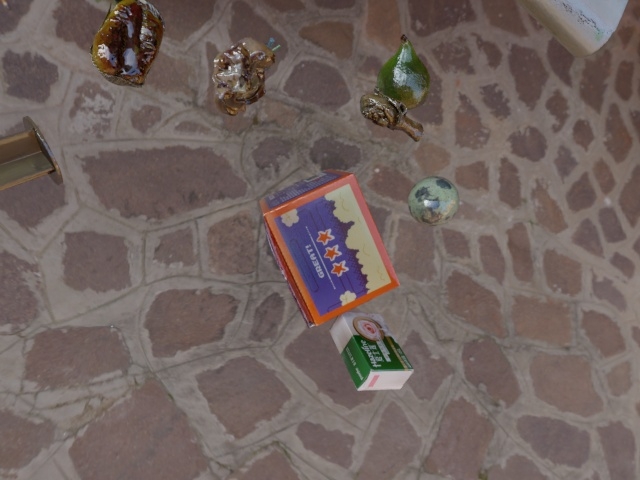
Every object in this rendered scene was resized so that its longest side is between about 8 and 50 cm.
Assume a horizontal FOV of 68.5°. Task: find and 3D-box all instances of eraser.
[{"bbox_3d":[0.388,-0.431,0.755,0.227,0.081,0.174,29,85,-23],"label":"eraser"}]

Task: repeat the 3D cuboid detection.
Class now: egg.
[{"bbox_3d":[0.316,-0.108,1.321,0.141,0.141,0.182,60,34,-4],"label":"egg"}]

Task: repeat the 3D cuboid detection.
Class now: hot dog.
[{"bbox_3d":[-0.519,-0.544,1.287,0.163,0.082,0.270,30,66,-42],"label":"hot dog"}]

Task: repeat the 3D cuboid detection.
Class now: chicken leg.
[{"bbox_3d":[0.189,-0.316,1.193,0.196,0.125,0.080,29,114,-12],"label":"chicken leg"}]

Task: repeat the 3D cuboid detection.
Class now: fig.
[{"bbox_3d":[0.313,-0.609,1.692,0.203,0.235,0.203,7,37,-6],"label":"fig"}]

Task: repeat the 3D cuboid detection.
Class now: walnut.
[{"bbox_3d":[-0.244,-0.501,1.425,0.141,0.204,0.238,46,102,7],"label":"walnut"}]

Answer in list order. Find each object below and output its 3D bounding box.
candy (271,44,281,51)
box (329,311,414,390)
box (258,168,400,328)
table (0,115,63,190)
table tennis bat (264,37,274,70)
[{"bbox_3d":[-0.228,-0.705,1.811,0.060,0.201,0.060,25,58,-48],"label":"candy"},{"bbox_3d":[0.123,0.274,1.181,0.135,0.199,0.081,9,121,-31],"label":"box"},{"bbox_3d":[0.000,0.000,1.282,0.257,0.348,0.318,-24,104,-4],"label":"box"},{"bbox_3d":[-0.720,-0.158,1.029,0.227,0.167,0.167,-31,94,-31],"label":"table"},{"bbox_3d":[-0.223,-0.780,1.964,0.019,0.155,0.100,-16,72,-29],"label":"table tennis bat"}]
